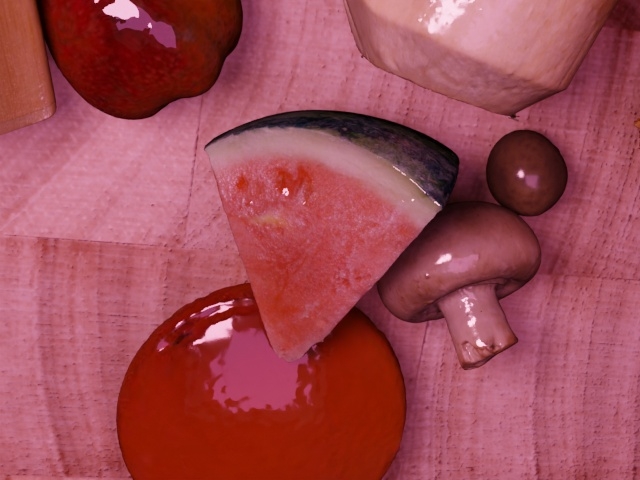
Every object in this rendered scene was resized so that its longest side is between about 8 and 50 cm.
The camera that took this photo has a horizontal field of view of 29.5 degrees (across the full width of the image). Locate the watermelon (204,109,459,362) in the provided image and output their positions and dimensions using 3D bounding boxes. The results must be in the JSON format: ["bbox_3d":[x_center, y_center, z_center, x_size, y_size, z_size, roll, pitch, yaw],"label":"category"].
[{"bbox_3d":[0.003,-0.031,1.339,0.283,0.250,0.292,8,70,1],"label":"watermelon"}]

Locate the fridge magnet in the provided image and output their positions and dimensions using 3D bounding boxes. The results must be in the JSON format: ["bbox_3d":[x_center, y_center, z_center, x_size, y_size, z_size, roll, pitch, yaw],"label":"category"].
[{"bbox_3d":[-0.072,0.214,1.519,0.363,0.155,0.363,-4,113,-9],"label":"fridge magnet"}]

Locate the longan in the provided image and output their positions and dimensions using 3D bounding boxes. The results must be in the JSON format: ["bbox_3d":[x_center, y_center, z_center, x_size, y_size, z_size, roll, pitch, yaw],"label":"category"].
[{"bbox_3d":[0.258,-0.088,1.502,0.119,0.106,0.106,-48,120,-34],"label":"longan"}]

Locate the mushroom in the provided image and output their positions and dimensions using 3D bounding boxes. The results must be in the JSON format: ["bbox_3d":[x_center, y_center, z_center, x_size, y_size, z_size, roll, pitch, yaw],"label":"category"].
[{"bbox_3d":[0.174,0.056,1.472,0.204,0.204,0.204,-4,113,-10],"label":"mushroom"}]

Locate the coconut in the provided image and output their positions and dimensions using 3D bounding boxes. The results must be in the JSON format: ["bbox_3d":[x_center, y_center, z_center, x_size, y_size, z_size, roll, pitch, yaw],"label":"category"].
[{"bbox_3d":[0.179,-0.300,1.294,0.323,0.323,0.323,-4,113,-10],"label":"coconut"}]

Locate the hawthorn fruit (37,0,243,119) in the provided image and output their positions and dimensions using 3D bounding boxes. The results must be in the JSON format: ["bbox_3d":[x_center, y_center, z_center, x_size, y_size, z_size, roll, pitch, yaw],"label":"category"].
[{"bbox_3d":[-0.211,-0.250,1.271,0.208,0.208,0.248,-44,122,8],"label":"hawthorn fruit"}]

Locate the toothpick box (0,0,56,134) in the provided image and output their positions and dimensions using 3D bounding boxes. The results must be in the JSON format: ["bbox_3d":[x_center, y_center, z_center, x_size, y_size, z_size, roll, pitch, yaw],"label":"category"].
[{"bbox_3d":[-0.371,-0.262,1.186,0.190,0.187,0.308,-24,136,-23],"label":"toothpick box"}]

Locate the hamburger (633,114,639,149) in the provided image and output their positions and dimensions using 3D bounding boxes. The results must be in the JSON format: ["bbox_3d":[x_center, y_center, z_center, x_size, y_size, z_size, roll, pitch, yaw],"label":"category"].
[{"bbox_3d":[0.519,-0.130,1.434,0.294,0.276,0.179,-59,143,-27],"label":"hamburger"}]
